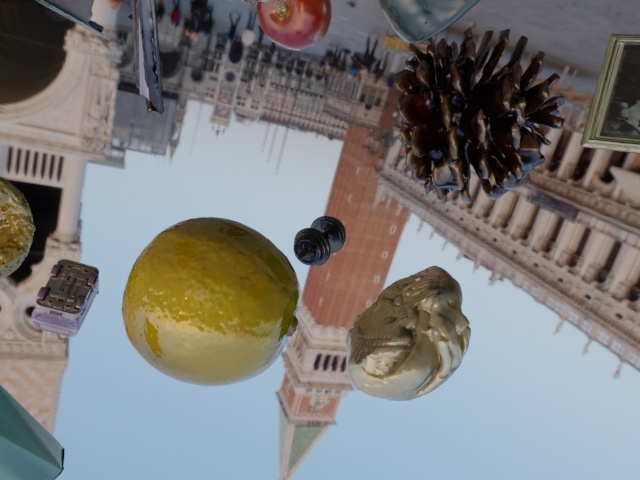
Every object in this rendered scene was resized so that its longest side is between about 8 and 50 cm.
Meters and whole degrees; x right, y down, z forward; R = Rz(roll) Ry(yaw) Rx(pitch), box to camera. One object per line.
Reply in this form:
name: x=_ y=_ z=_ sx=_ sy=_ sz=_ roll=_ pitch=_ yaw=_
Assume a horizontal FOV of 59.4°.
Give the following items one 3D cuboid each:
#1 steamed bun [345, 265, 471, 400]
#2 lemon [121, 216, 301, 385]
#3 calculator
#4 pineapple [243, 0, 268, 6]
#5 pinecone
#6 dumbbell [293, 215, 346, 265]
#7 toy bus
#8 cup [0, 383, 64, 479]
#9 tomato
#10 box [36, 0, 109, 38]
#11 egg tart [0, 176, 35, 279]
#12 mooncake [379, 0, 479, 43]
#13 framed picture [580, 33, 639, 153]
steamed bun: x=0.207 y=0.227 z=1.259 sx=0.206 sy=0.320 sz=0.275 roll=54 pitch=178 yaw=-17
lemon: x=-0.204 y=0.118 z=1.085 sx=0.347 sy=0.348 sz=0.348 roll=15 pitch=-164 yaw=-4
calculator: x=-0.176 y=-0.258 z=0.553 sx=0.028 sy=0.166 sz=0.274 roll=-5 pitch=-136 yaw=-18
pineapple: x=-0.080 y=-0.313 z=0.462 sx=0.157 sy=0.158 sz=0.279 roll=7 pitch=-140 yaw=-30
pinecone: x=0.349 y=-0.287 z=1.252 sx=0.397 sy=0.398 sz=0.398 roll=15 pitch=-164 yaw=-4
dumbbell: x=0.000 y=0.000 z=1.351 sx=0.099 sy=0.099 sz=0.208 roll=22 pitch=-149 yaw=19
toy bus: x=-0.751 y=0.168 z=1.666 sx=0.142 sy=0.142 sz=0.202 roll=16 pitch=-140 yaw=-10
cup: x=-0.528 y=0.314 z=0.911 sx=0.148 sy=0.236 sz=0.134 roll=-30 pitch=-145 yaw=-3
tomato: x=-0.063 y=-0.576 z=1.407 sx=0.195 sy=0.195 sz=0.136 roll=23 pitch=-150 yaw=21
box: x=-0.459 y=-0.446 z=0.856 sx=0.264 sy=0.106 sz=0.337 roll=32 pitch=-174 yaw=-8
egg tart: x=-0.829 y=-0.024 z=1.317 sx=0.288 sy=0.288 sz=0.118 roll=1 pitch=-179 yaw=-43
mooncake: x=0.161 y=-0.361 z=0.777 sx=0.104 sy=0.175 sz=0.168 roll=46 pitch=164 yaw=-16
framed picture: x=0.635 y=-0.256 z=0.976 sx=0.296 sy=0.232 sz=0.019 roll=13 pitch=174 yaw=33
